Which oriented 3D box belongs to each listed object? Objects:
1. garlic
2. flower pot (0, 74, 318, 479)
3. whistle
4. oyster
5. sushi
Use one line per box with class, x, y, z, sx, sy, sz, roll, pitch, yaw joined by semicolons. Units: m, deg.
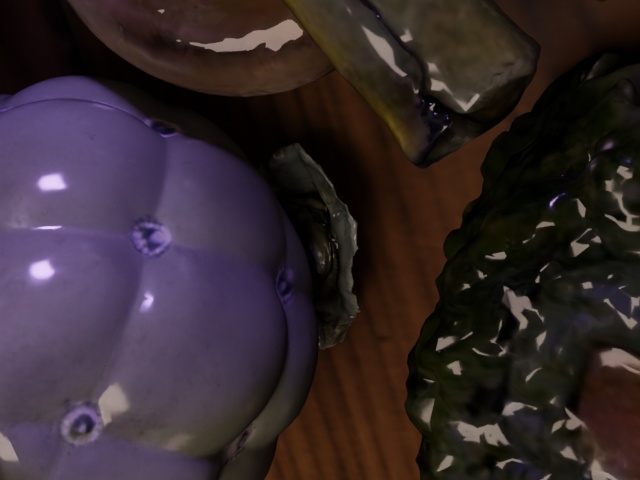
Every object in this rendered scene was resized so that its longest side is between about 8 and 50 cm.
garlic;-0.051;-0.119;0.692;0.196;0.087;0.101;17;111;17
flower pot;-0.121;0.041;0.736;0.246;0.195;0.246;31;141;29
whistle;-0.035;-0.171;0.614;0.326;0.068;0.057;52;151;8
oyster;0.000;0.001;0.764;0.098;0.037;0.100;54;146;0
sushi;0.212;0.058;0.610;0.352;0.178;0.294;3;119;29
